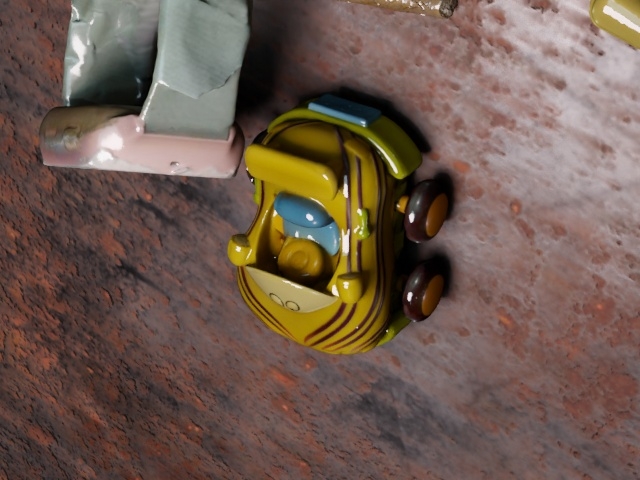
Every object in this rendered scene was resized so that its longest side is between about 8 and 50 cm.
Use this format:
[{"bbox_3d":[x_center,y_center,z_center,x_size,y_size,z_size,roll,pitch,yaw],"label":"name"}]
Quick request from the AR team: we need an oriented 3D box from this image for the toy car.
[{"bbox_3d":[0.000,0.000,1.408,0.200,0.142,0.248,17,124,31],"label":"toy car"}]

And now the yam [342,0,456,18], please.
[{"bbox_3d":[0.047,-0.214,1.320,0.145,0.032,0.032,15,125,29],"label":"yam"}]

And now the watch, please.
[{"bbox_3d":[-0.151,-0.179,1.383,0.253,0.161,0.241,7,95,60],"label":"watch"}]

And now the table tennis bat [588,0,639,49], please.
[{"bbox_3d":[0.338,-0.102,1.149,0.321,0.050,0.198,36,132,11],"label":"table tennis bat"}]
